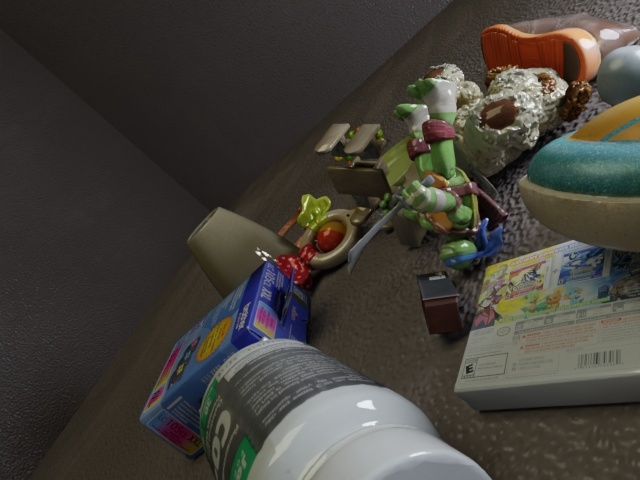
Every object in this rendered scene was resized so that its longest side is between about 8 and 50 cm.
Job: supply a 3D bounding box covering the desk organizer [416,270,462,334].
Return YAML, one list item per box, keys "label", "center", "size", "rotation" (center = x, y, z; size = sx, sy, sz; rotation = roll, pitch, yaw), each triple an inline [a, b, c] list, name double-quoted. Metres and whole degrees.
- label: "desk organizer"
  center: [0.166, 0.085, 0.696]
  size: [0.047, 0.050, 0.130]
  rotation: [-9, 9, 9]

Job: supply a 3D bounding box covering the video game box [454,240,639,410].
- label: "video game box"
  center: [0.251, 0.080, 0.511]
  size: [0.205, 0.048, 0.187]
  rotation: [-27, 28, 49]

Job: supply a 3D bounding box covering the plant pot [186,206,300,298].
- label: "plant pot"
  center: [-0.212, 0.048, 1.313]
  size: [0.256, 0.274, 0.256]
  rotation: [-43, 18, 17]

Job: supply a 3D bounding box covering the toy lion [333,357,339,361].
- label: "toy lion"
  center: [0.003, 0.238, 0.794]
  size: [0.100, 0.034, 0.096]
  rotation: [-50, 10, -7]

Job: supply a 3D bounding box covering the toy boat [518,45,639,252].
- label: "toy boat"
  center: [0.327, -0.102, 0.472]
  size: [0.267, 0.148, 0.318]
  rotation: [-7, 21, 20]

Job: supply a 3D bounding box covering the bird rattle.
- label: "bird rattle"
  center: [0.000, 0.000, 1.179]
  size: [0.206, 0.143, 0.254]
  rotation: [-10, 41, 38]

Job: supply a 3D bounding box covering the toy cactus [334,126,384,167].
- label: "toy cactus"
  center: [0.143, -0.328, 1.640]
  size: [0.180, 0.112, 0.219]
  rotation: [-37, 4, -41]

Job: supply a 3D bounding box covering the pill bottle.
- label: "pill bottle"
  center: [0.002, 0.231, 0.507]
  size: [0.204, 0.204, 0.361]
  rotation: [-52, 17, -15]

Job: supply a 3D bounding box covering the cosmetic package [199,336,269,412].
- label: "cosmetic package"
  center: [-0.103, 0.252, 0.799]
  size: [0.231, 0.117, 0.086]
  rotation: [-47, 12, 51]

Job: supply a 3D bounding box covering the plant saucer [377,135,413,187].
- label: "plant saucer"
  center: [0.185, -0.174, 1.255]
  size: [0.241, 0.037, 0.241]
  rotation: [-41, 18, 17]

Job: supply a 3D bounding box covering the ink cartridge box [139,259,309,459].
- label: "ink cartridge box"
  center: [-0.167, 0.224, 1.039]
  size: [0.395, 0.151, 0.270]
  rotation: [-40, 18, 18]

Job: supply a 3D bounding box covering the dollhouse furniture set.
- label: "dollhouse furniture set"
  center: [0.110, -0.098, 0.983]
  size: [0.242, 0.212, 0.161]
  rotation: [10, 53, 38]

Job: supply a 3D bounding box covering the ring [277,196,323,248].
- label: "ring"
  center: [-0.100, -0.022, 1.617]
  size: [0.336, 0.032, 0.337]
  rotation: [-41, 18, 17]

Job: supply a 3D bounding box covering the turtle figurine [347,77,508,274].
- label: "turtle figurine"
  center: [0.126, -0.087, 0.737]
  size: [0.274, 0.197, 0.267]
  rotation: [-6, 81, 26]

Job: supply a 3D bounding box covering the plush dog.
- label: "plush dog"
  center: [0.321, -0.210, 0.838]
  size: [0.225, 0.211, 0.262]
  rotation: [-31, 38, -4]

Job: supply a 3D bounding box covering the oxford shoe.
- label: "oxford shoe"
  center: [0.439, -0.370, 0.955]
  size: [0.132, 0.130, 0.364]
  rotation: [-24, 29, -3]
